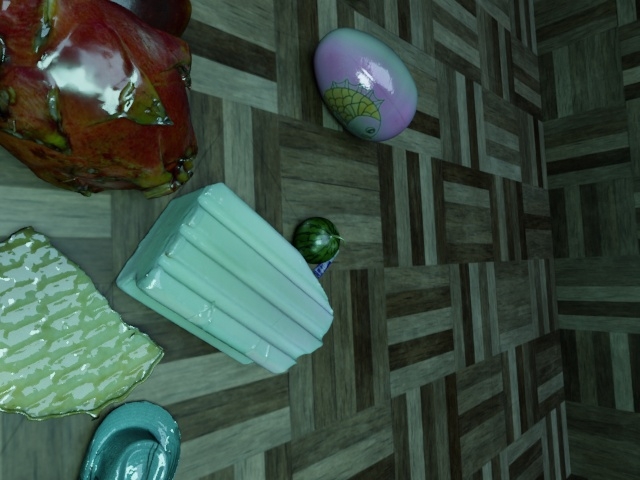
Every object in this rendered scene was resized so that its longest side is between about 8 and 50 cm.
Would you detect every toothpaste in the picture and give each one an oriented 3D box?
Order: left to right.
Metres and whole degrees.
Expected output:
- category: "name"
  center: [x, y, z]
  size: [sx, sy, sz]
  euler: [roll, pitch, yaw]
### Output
- category: "toothpaste"
  center: [0.014, 0.050, 0.948]
  size: [0.083, 0.015, 0.024]
  euler: [-47, 110, -31]

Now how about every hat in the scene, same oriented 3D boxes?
- category: "hat"
  center: [-0.265, 0.331, 0.598]
  size: [0.138, 0.078, 0.190]
  euler: [31, 65, -40]

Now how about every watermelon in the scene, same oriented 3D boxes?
- category: "watermelon"
  center: [-0.006, -0.002, 0.869]
  size: [0.109, 0.109, 0.109]
  euler: [6, 81, -44]

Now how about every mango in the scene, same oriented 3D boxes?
- category: "mango"
  center: [-0.305, -0.327, 0.610]
  size: [0.267, 0.111, 0.133]
  euler: [-23, 121, -37]

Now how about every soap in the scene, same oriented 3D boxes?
- category: "soap"
  center: [-0.131, 0.082, 0.731]
  size: [0.347, 0.115, 0.208]
  euler: [44, 58, -33]

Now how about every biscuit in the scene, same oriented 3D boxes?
- category: "biscuit"
  center: [-0.356, 0.131, 0.560]
  size: [0.187, 0.036, 0.273]
  euler: [-50, 119, -36]

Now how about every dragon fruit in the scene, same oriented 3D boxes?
- category: "dragon fruit"
  center: [-0.279, -0.178, 0.522]
  size: [0.315, 0.250, 0.250]
  euler: [32, 64, -36]

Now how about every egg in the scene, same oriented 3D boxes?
- category: "egg"
  center: [0.098, -0.345, 0.953]
  size: [0.271, 0.196, 0.196]
  euler: [43, 57, -17]
